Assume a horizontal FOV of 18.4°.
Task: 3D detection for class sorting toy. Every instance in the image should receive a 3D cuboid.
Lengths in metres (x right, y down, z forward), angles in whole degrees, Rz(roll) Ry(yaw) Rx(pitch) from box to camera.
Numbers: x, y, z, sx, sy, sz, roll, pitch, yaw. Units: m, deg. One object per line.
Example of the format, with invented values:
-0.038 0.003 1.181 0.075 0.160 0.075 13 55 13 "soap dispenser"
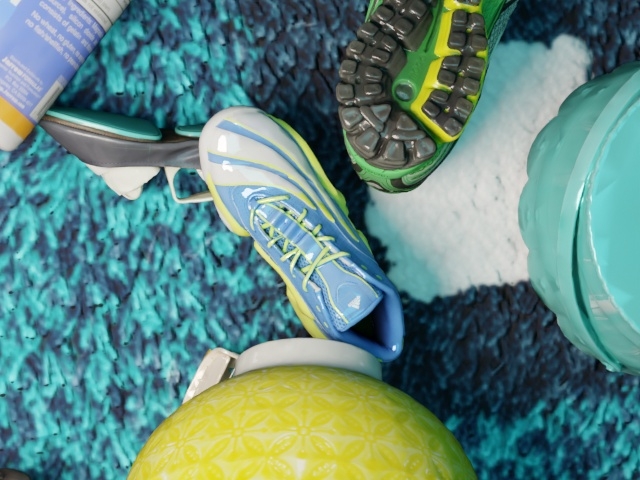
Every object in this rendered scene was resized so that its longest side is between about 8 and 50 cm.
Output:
-0.067 0.131 1.589 0.075 0.045 0.083 24 99 -19 "sorting toy"

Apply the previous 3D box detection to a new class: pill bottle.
-0.216 -0.217 1.512 0.152 0.152 0.272 37 85 -6 "pill bottle"

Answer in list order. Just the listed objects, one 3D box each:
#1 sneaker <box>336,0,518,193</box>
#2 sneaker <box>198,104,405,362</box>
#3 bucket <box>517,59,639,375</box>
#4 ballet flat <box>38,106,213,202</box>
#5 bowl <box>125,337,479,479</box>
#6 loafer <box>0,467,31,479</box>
0.094 -0.196 1.575 0.134 0.146 0.343 24 71 3 "sneaker"
0.000 0.000 1.525 0.091 0.126 0.240 -40 115 -9 "sneaker"
0.303 -0.020 1.568 0.281 0.183 0.281 0 90 -8 "bucket"
-0.126 -0.065 1.567 0.203 0.074 0.074 4 89 -13 "ballet flat"
-0.011 0.166 1.501 0.289 0.289 0.156 6 64 -8 "bowl"
-0.324 0.332 1.517 0.130 0.134 0.366 40 95 -10 "loafer"
